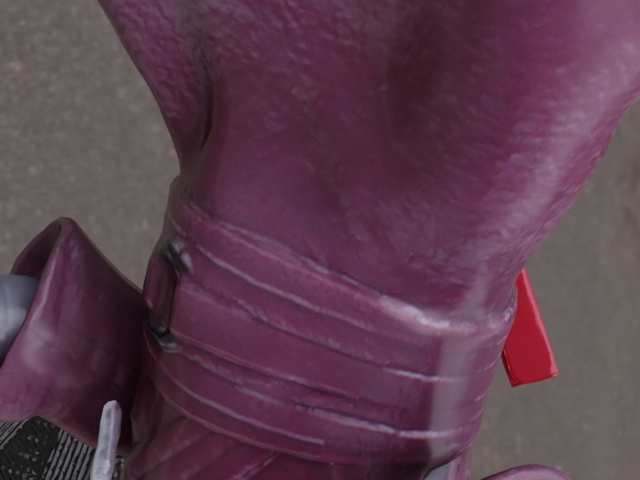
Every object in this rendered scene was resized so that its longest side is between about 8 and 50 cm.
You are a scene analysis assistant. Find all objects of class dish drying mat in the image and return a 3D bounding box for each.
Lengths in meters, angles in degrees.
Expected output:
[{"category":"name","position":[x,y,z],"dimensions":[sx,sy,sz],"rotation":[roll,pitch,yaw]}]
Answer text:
[{"category":"dish drying mat","position":[0.122,0.051,0.939],"dimensions":[0.008,0.032,0.083],"rotation":[-75,147,-72]}]

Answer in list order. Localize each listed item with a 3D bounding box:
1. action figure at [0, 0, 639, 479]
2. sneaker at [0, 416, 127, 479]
[{"category":"action figure","position":[0.000,0.000,0.422],"dimensions":[0.275,0.248,0.370],"rotation":[-11,125,-49]},{"category":"sneaker","position":[-0.112,0.231,1.063],"dimensions":[0.124,0.295,0.178],"rotation":[-56,170,-31]}]
